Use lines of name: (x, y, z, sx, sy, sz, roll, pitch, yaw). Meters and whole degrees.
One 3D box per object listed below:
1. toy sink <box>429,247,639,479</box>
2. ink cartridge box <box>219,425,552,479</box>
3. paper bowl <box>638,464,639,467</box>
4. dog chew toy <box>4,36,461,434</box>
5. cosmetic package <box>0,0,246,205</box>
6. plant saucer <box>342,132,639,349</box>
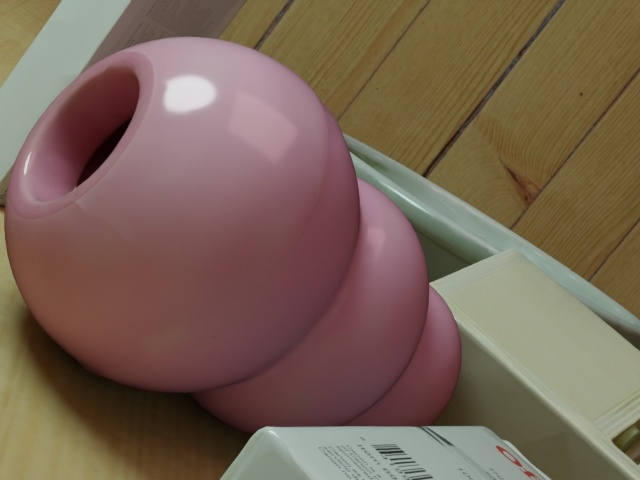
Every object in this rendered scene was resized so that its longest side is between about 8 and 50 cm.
toy sink: (0.169, 0.144, 0.799, 0.131, 0.152, 0.234, -19, 51, -42)
ink cartridge box: (0.072, 0.188, 0.487, 0.197, 0.114, 0.273, 42, 11, 26)
paper bowl: (0.299, 0.226, 1.033, 0.284, 0.148, 0.284, 36, 9, -6)
dog chew toy: (-0.028, 0.027, 0.664, 0.332, 0.206, 0.206, 40, 7, -38)
cosmetic package: (-0.153, -0.127, 0.768, 0.060, 0.239, 0.099, 44, 11, 26)
plant saucer: (0.138, 0.023, 1.083, 0.401, 0.100, 0.400, 31, 8, -5)
